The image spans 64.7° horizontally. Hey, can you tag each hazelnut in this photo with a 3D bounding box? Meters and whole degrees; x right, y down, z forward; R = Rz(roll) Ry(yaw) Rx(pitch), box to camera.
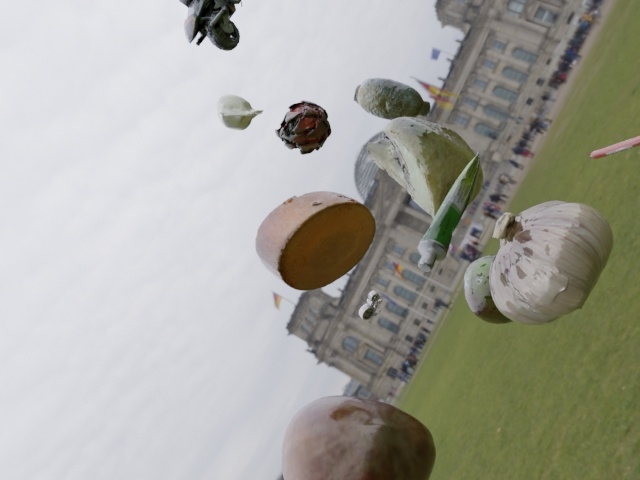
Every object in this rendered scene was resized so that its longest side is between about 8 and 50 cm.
[{"bbox_3d":[0.085,0.523,1.194,0.365,0.366,0.365,-56,-16,-25],"label":"hazelnut"}]

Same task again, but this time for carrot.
[{"bbox_3d":[0.000,0.000,1.162,0.307,0.100,0.258,2,-52,-47],"label":"carrot"}]

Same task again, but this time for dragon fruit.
[{"bbox_3d":[-0.054,-0.382,1.720,0.188,0.182,0.182,-62,-15,-11],"label":"dragon fruit"}]

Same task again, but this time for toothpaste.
[{"bbox_3d":[0.217,-0.046,0.838,0.248,0.047,0.078,-56,-22,-31],"label":"toothpaste"}]

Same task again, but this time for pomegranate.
[{"bbox_3d":[0.699,0.165,1.909,0.323,0.290,0.291,-29,5,31],"label":"pomegranate"}]

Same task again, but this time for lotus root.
[{"bbox_3d":[0.312,-0.617,2.212,0.175,0.350,0.175,15,-90,-80],"label":"lotus root"}]

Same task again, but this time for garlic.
[{"bbox_3d":[0.508,0.054,1.134,0.322,0.241,0.321,-26,-60,-58],"label":"garlic"}]

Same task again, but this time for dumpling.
[{"bbox_3d":[-0.291,-0.462,1.829,0.216,0.167,0.126,131,139,-75],"label":"dumpling"}]

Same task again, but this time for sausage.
[{"bbox_3d":[1.045,-0.327,1.751,0.034,0.034,0.253,-57,17,-23],"label":"sausage"}]

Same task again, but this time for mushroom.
[{"bbox_3d":[0.276,-0.224,1.248,0.217,0.292,0.212,-30,-49,-12],"label":"mushroom"}]

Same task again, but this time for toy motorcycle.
[{"bbox_3d":[-0.304,-0.632,1.298,0.173,0.307,0.108,-4,-14,-41],"label":"toy motorcycle"}]

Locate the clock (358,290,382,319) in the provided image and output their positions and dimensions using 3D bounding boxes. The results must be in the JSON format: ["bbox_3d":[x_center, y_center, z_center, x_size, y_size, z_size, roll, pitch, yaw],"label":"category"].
[{"bbox_3d":[0.206,0.259,2.024,0.087,0.041,0.129,5,-65,-36],"label":"clock"}]
